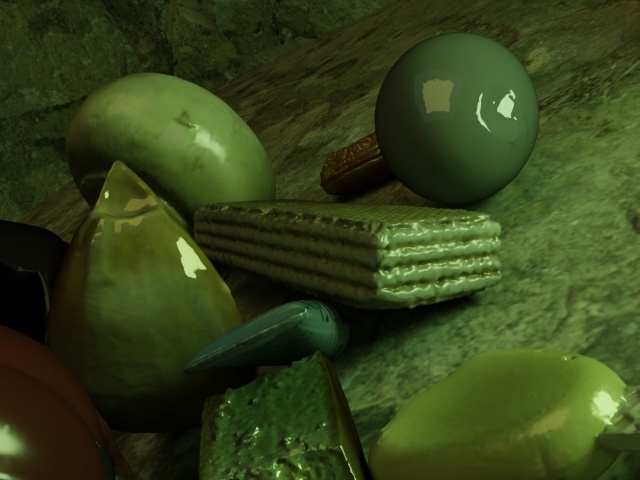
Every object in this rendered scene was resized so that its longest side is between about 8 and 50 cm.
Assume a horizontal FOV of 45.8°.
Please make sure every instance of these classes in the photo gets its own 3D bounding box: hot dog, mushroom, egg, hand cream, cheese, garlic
[{"bbox_3d":[0.103,-0.124,1.034,0.236,0.062,0.092,-23,20,26],"label":"hot dog"},{"bbox_3d":[-0.226,-0.041,1.035,0.314,0.314,0.336,-7,55,48],"label":"mushroom"},{"bbox_3d":[0.145,-0.129,0.815,0.176,0.176,0.232,-23,20,19],"label":"egg"},{"bbox_3d":[-0.019,0.074,0.579,0.088,0.055,0.256,-23,-8,10],"label":"hand cream"},{"bbox_3d":[0.141,0.096,0.406,0.255,0.050,0.127,-22,13,48],"label":"cheese"},{"bbox_3d":[-0.116,0.077,0.685,0.151,0.196,0.338,0,-18,9],"label":"garlic"}]

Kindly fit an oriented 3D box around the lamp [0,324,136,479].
[{"bbox_3d":[-0.249,0.194,0.456,0.303,0.257,0.303,-50,30,44],"label":"lamp"}]

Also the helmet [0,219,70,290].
[{"bbox_3d":[-0.434,0.102,1.057,0.177,0.225,0.305,5,39,10],"label":"helmet"}]

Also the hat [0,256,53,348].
[{"bbox_3d":[-0.368,0.126,0.841,0.238,0.336,0.209,-49,-17,-5],"label":"hat"}]

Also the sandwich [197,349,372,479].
[{"bbox_3d":[-0.019,0.148,0.508,0.094,0.096,0.258,-24,22,2],"label":"sandwich"}]

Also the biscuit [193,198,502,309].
[{"bbox_3d":[0.000,0.000,0.793,0.144,0.078,0.426,-6,8,-29],"label":"biscuit"}]
